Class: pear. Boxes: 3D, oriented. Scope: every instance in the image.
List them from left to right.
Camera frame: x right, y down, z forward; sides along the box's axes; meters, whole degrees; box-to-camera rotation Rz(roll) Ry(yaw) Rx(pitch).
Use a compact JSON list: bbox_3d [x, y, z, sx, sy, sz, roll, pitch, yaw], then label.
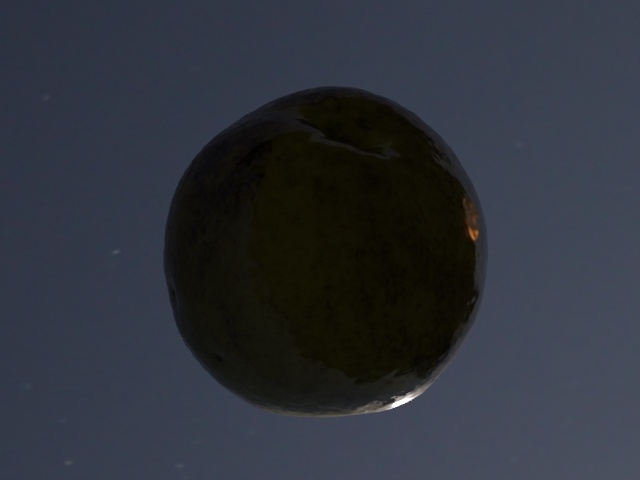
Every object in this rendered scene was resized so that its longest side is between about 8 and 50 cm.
[{"bbox_3d":[0.000,0.000,1.088,0.197,0.197,0.197,8,-103,-36],"label":"pear"}]
